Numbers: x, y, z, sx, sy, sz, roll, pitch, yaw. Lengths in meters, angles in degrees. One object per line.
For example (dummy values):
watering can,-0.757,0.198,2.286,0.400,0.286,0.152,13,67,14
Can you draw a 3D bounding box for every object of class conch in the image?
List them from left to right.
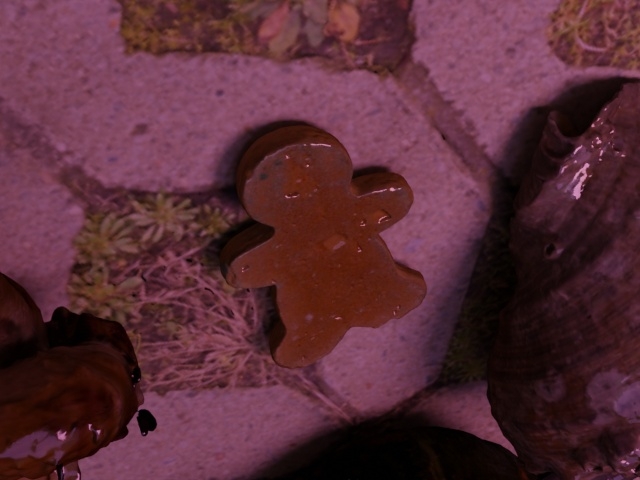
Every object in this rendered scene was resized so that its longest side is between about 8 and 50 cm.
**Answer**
conch,0.273,0.051,1.312,0.297,0.210,0.352,-30,142,-18

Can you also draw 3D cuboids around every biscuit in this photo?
biscuit,0.000,0.000,1.240,0.153,0.030,0.234,-27,137,-1

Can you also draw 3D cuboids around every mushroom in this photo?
mushroom,-0.255,0.128,1.114,0.283,0.195,0.263,-7,98,-26

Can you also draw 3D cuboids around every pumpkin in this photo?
pumpkin,0.083,0.305,1.454,0.320,0.192,0.320,-12,131,-14

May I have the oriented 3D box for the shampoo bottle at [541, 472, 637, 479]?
shampoo bottle,0.239,0.247,1.595,0.165,0.040,0.080,-31,133,6
